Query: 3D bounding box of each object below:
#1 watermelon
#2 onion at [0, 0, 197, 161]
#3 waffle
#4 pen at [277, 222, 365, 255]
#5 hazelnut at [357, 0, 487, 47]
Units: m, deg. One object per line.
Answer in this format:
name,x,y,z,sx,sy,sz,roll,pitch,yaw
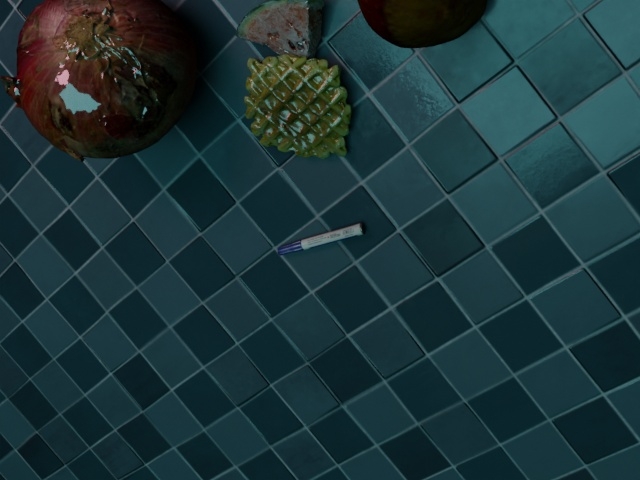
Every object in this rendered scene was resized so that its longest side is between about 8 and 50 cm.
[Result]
watermelon,-0.058,-0.394,1.353,0.187,0.071,0.139,-10,127,38
onion,-0.409,-0.317,1.361,0.353,0.353,0.354,8,113,18
waffle,-0.044,-0.254,1.392,0.214,0.054,0.208,6,128,15
pen,0.000,0.000,1.510,0.204,0.025,0.025,-16,105,26
hazelnut,0.154,-0.418,1.163,0.217,0.251,0.217,-14,68,36
